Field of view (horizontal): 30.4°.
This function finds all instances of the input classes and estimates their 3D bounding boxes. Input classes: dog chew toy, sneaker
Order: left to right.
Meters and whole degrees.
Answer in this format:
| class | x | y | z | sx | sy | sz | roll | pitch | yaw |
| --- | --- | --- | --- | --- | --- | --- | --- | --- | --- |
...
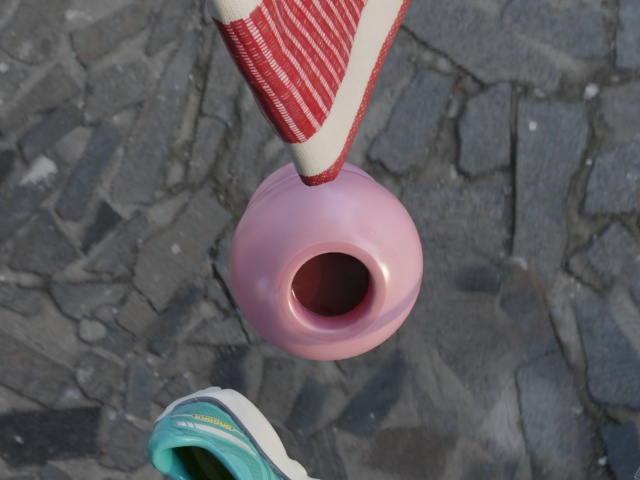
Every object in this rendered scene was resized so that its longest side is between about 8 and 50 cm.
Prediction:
| class | x | y | z | sx | sy | sz | roll | pitch | yaw |
| --- | --- | --- | --- | --- | --- | --- | --- | --- | --- |
| sneaker | -0.048 | 0.254 | 1.045 | 0.275 | 0.110 | 0.107 | 43 | 114 | 6 |
| dog chew toy | 0.000 | 0.000 | 1.333 | 0.207 | 0.332 | 0.206 | -1 | 108 | -4 |

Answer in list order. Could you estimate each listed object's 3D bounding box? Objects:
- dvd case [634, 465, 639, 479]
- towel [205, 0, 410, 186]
| class | x | y | z | sx | sy | sz | roll | pitch | yaw |
| --- | --- | --- | --- | --- | --- | --- | --- | --- | --- |
| dvd case | 0.408 | 0.193 | 1.018 | 0.221 | 0.018 | 0.164 | 22 | 52 | 30 |
| towel | -0.006 | -0.203 | 0.447 | 0.037 | 0.329 | 0.237 | 10 | 62 | 25 |
